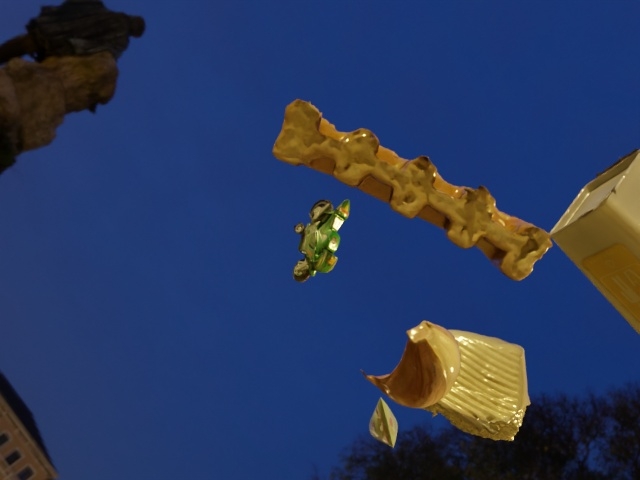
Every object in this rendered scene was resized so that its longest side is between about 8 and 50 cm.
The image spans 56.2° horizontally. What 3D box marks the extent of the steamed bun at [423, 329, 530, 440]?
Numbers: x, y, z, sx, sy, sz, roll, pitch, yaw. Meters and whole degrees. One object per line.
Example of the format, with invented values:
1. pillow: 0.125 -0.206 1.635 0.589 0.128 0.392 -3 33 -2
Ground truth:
1. steamed bun: 0.391 0.392 1.572 0.290 0.273 0.272 20 -30 17

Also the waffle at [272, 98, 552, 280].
1. waffle: 0.112 -0.073 0.795 0.348 0.304 0.077 27 -82 0

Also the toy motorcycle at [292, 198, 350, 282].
1. toy motorcycle: 0.000 0.000 1.260 0.106 0.190 0.074 2 -22 43

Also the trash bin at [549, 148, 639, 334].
1. trash bin: 0.657 0.018 1.128 0.368 0.296 0.256 43 -23 4

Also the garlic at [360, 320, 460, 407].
1. garlic: 0.180 0.240 1.070 0.206 0.128 0.115 -55 -141 43

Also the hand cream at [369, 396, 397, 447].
1. hand cream: 0.206 0.583 1.895 0.306 0.093 0.147 84 -6 -69
